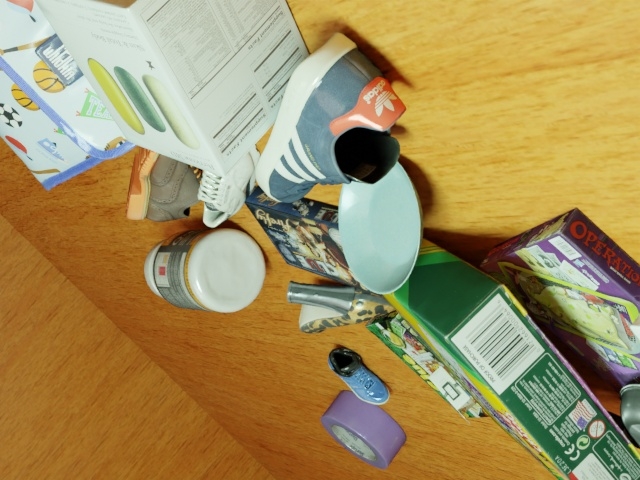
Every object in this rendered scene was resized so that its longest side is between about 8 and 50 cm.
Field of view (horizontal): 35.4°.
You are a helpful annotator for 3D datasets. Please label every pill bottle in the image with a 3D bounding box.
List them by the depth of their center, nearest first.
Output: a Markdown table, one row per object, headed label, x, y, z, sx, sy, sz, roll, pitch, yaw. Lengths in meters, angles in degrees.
| label | x | y | z | sx | sy | sz | roll | pitch | yaw |
| --- | --- | --- | --- | --- | --- | --- | --- | --- | --- |
| pill bottle | -0.238 | 0.058 | 1.990 | 0.162 | 0.162 | 0.278 | 49 | 156 | -22 |

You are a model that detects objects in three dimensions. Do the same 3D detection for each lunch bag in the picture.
| label | x | y | z | sx | sy | sz | roll | pitch | yaw |
| --- | --- | --- | --- | --- | --- | --- | --- | --- | --- |
| lunch bag | -0.380 | -0.281 | 1.483 | 0.385 | 0.239 | 0.328 | -16 | 123 | 45 |

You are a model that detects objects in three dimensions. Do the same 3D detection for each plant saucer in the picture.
| label | x | y | z | sx | sy | sz | roll | pitch | yaw |
| --- | --- | --- | --- | --- | --- | --- | --- | --- | --- |
| plant saucer | 0.090 | -0.025 | 1.369 | 0.195 | 0.037 | 0.195 | 10 | 102 | 58 |

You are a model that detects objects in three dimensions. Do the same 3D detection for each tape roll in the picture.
| label | x | y | z | sx | sy | sz | roll | pitch | yaw |
| --- | --- | --- | --- | --- | --- | --- | --- | --- | --- |
| tape roll | 0.098 | 0.433 | 2.297 | 0.189 | 0.080 | 0.189 | 32 | 157 | 16 |

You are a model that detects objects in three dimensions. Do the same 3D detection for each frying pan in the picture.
| label | x | y | z | sx | sy | sz | roll | pitch | yaw |
| --- | --- | --- | --- | --- | --- | --- | --- | --- | --- |
| frying pan | 0.423 | 0.242 | 1.318 | 0.326 | 0.053 | 0.197 | 17 | 152 | 53 |

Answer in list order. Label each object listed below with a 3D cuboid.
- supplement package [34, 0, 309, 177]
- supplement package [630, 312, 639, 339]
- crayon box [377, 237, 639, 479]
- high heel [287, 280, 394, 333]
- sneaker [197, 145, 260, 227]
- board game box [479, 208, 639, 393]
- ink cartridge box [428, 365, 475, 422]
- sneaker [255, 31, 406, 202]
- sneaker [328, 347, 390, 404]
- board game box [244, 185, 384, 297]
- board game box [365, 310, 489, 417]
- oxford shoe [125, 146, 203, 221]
| label | x | y | z | sx | sy | sz | roll | pitch | yaw |
| --- | --- | --- | --- | --- | --- | --- | --- | --- | --- |
| supplement package | -0.173 | -0.254 | 1.224 | 0.199 | 0.198 | 0.263 | 21 | 152 | 37 |
| supplement package | 0.442 | 0.118 | 1.088 | 0.179 | 0.105 | 0.105 | 49 | 156 | -20 |
| crayon box | 0.246 | 0.173 | 1.394 | 0.363 | 0.106 | 0.313 | 49 | 175 | -21 |
| high heel | 0.054 | 0.128 | 1.797 | 0.186 | 0.093 | 0.261 | 7 | 167 | 12 |
| sneaker | -0.157 | -0.103 | 1.641 | 0.090 | 0.095 | 0.235 | 35 | 157 | 16 |
| board game box | 0.380 | 0.112 | 1.261 | 0.347 | 0.056 | 0.208 | 42 | 154 | -6 |
| ink cartridge box | 0.202 | 0.230 | 1.499 | 0.083 | 0.028 | 0.048 | 49 | -179 | 26 |
| sneaker | 0.017 | -0.111 | 1.291 | 0.148 | 0.131 | 0.350 | 41 | 159 | 7 |
| sneaker | 0.077 | 0.277 | 2.052 | 0.152 | 0.058 | 0.085 | 40 | 168 | 15 |
| board game box | 0.000 | 0.000 | 1.656 | 0.243 | 0.042 | 0.165 | 16 | 149 | 45 |
| board game box | 0.203 | 0.222 | 1.784 | 0.259 | 0.030 | 0.136 | 43 | 160 | -8 |
| oxford shoe | -0.249 | -0.141 | 1.733 | 0.132 | 0.130 | 0.364 | 10 | 155 | -14 |
